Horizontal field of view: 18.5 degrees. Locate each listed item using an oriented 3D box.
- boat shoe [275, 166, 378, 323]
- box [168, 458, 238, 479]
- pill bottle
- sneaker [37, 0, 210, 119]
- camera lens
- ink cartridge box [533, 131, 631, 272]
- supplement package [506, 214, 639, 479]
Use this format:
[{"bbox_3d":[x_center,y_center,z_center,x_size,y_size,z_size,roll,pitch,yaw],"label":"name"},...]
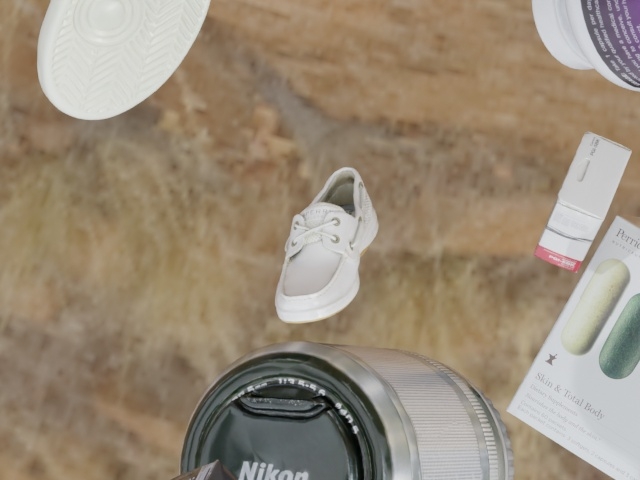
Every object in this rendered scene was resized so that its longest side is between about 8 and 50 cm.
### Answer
[{"bbox_3d":[0.000,0.000,2.316,0.098,0.277,0.096,-3,118,14],"label":"boat shoe"},{"bbox_3d":[-0.099,0.281,1.244,0.307,0.076,0.242,-25,113,40],"label":"box"},{"bbox_3d":[0.344,-0.228,1.734,0.323,0.181,0.181,-2,142,50],"label":"pill bottle"},{"bbox_3d":[-0.156,-0.277,1.673,0.131,0.148,0.350,17,105,-28],"label":"sneaker"},{"bbox_3d":[0.026,0.200,1.704,0.219,0.219,0.274,-12,170,27],"label":"camera lens"},{"bbox_3d":[0.286,-0.041,2.151,0.056,0.099,0.135,23,155,5],"label":"ink cartridge box"},{"bbox_3d":[0.385,0.132,2.301,0.199,0.198,0.262,32,101,19],"label":"supplement package"}]
